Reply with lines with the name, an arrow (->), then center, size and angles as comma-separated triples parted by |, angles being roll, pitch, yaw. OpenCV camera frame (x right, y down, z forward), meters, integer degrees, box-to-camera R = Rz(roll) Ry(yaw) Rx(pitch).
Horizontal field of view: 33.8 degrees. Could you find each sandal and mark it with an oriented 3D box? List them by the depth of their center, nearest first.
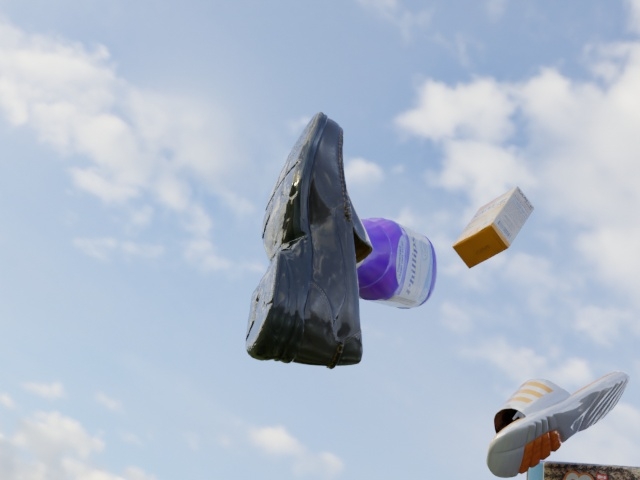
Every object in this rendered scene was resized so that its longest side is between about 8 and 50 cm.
sandal -> 0.288, 0.219, 1.349 | 0.076, 0.265, 0.102 | 41, -47, 35

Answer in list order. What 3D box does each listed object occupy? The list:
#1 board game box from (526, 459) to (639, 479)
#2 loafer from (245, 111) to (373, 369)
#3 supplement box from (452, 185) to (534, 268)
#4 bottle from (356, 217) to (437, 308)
board game box -> 0.444, 0.361, 1.336 | 0.291, 0.141, 0.232 | -7, -16, 44
loafer -> 0.000, 0.000, 0.616 | 0.061, 0.170, 0.062 | 18, -32, -14
supplement box -> 0.200, -0.016, 1.213 | 0.062, 0.098, 0.036 | -33, -81, 39
bottle -> 0.082, 0.027, 1.478 | 0.092, 0.118, 0.283 | 1, -9, 25
